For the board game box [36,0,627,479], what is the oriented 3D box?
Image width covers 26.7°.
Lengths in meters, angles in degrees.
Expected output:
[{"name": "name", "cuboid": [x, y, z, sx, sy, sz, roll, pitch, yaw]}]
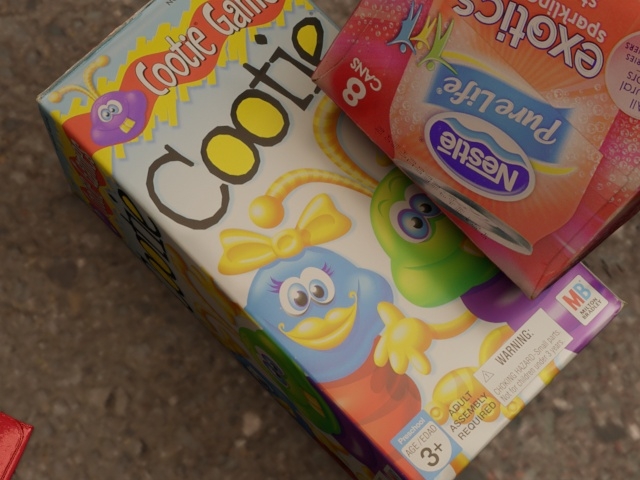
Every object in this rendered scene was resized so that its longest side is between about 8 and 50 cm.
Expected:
[{"name": "board game box", "cuboid": [0.000, 0.000, 0.719, 0.142, 0.144, 0.275, -42, 79, -13]}]

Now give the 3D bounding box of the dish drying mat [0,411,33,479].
[{"name": "dish drying mat", "cuboid": [-0.189, 0.134, 0.738, 0.032, 0.008, 0.083, 22, 73, 5]}]

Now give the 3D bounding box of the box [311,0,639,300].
[{"name": "box", "cuboid": [0.153, -0.112, 0.683, 0.154, 0.142, 0.300, 46, 36, 10]}]
